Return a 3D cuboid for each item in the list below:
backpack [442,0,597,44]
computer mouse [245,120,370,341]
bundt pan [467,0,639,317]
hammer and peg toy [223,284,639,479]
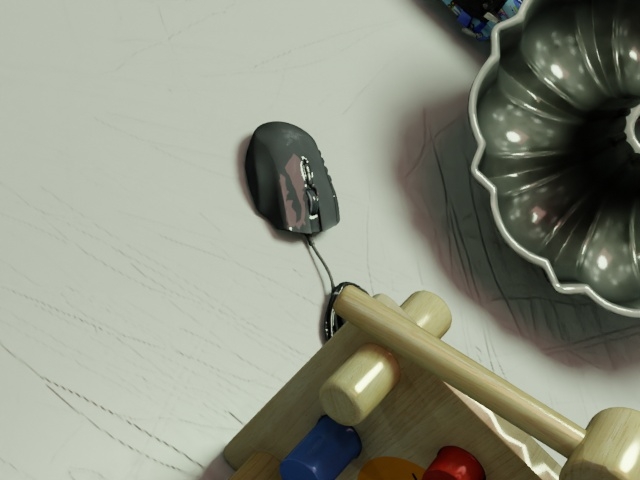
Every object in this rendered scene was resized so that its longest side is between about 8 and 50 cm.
[{"bbox_3d":[0.206,-0.248,1.754,0.173,0.117,0.158,44,49,0],"label":"backpack"},{"bbox_3d":[0.000,0.000,1.527,0.071,0.041,0.242,-9,66,-35],"label":"computer mouse"},{"bbox_3d":[0.284,-0.088,1.622,0.331,0.124,0.330,1,83,-4],"label":"bundt pan"},{"bbox_3d":[0.090,0.154,1.268,0.266,0.361,0.127,44,49,4],"label":"hammer and peg toy"}]
